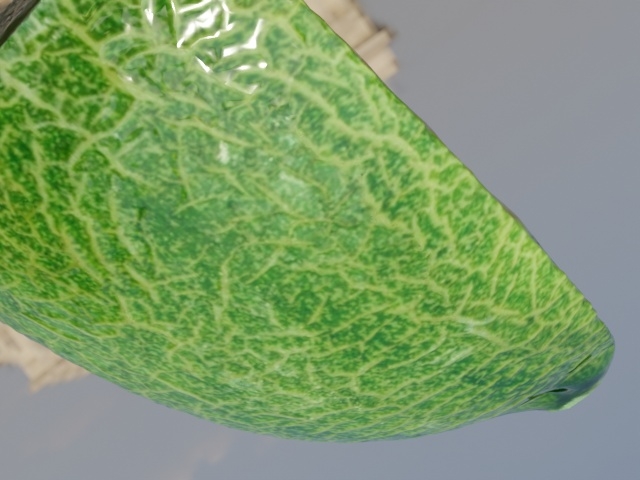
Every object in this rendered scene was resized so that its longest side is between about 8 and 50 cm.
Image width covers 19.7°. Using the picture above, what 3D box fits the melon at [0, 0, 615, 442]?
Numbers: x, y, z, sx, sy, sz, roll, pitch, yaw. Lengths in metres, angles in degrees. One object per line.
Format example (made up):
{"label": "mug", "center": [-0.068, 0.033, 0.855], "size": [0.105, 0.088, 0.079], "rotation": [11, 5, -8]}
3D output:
{"label": "melon", "center": [0.000, 0.000, 0.705], "size": [0.196, 0.323, 0.124], "rotation": [-34, -146, 34]}
